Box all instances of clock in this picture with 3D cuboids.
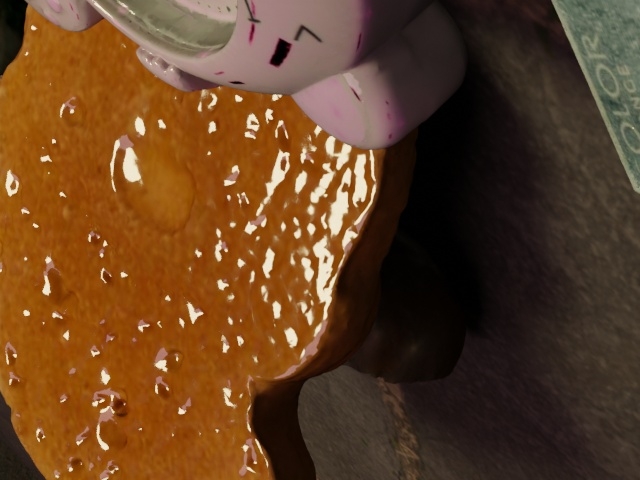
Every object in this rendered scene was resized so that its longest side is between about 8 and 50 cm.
[{"bbox_3d":[-0.072,-0.198,0.612,0.322,0.113,0.295,34,154,29],"label":"clock"}]

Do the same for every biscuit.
[{"bbox_3d":[-0.102,-0.019,0.834,0.350,0.078,0.455,28,110,29],"label":"biscuit"}]

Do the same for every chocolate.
[{"bbox_3d":[0.000,-0.001,0.909,0.254,0.157,0.080,39,108,27],"label":"chocolate"}]

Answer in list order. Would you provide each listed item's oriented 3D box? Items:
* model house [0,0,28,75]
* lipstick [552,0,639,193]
[{"bbox_3d":[-0.394,-0.281,1.053,0.298,0.243,0.284,20,133,41],"label":"model house"},{"bbox_3d":[0.132,-0.149,0.538,0.077,0.076,0.289,7,130,54],"label":"lipstick"}]
